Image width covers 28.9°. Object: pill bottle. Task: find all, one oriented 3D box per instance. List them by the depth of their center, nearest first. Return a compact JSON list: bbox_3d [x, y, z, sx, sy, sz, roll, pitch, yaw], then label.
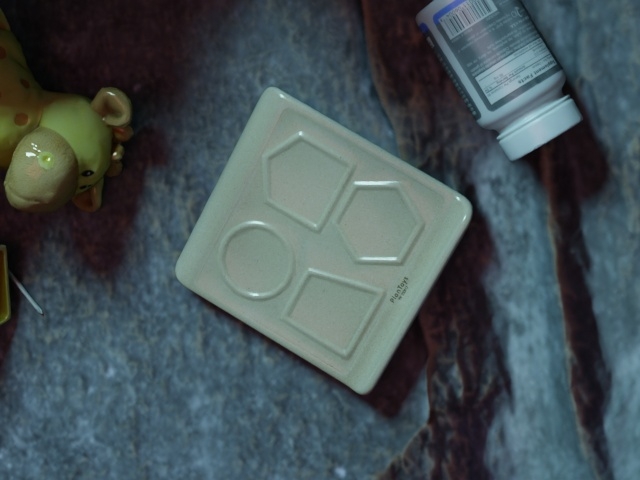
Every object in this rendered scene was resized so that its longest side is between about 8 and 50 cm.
[{"bbox_3d":[0.140,-0.135,0.959,0.078,0.078,0.137,-31,91,18],"label":"pill bottle"}]

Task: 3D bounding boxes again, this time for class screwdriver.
[{"bbox_3d":[-0.309,0.001,1.134,0.024,0.025,0.170,-37,89,18],"label":"screwdriver"}]

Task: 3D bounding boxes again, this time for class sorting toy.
[{"bbox_3d":[0.000,0.000,1.048,0.208,0.038,0.193,32,107,12],"label":"sorting toy"}]

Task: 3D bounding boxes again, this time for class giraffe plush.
[{"bbox_3d":[-0.256,-0.087,1.051,0.170,0.181,0.210,30,72,-2],"label":"giraffe plush"}]

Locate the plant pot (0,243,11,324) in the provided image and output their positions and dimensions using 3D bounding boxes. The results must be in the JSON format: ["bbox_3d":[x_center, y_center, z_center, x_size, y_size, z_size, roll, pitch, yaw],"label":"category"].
[{"bbox_3d":[-0.338,0.038,1.115,0.083,0.081,0.081,23,124,30],"label":"plant pot"}]
